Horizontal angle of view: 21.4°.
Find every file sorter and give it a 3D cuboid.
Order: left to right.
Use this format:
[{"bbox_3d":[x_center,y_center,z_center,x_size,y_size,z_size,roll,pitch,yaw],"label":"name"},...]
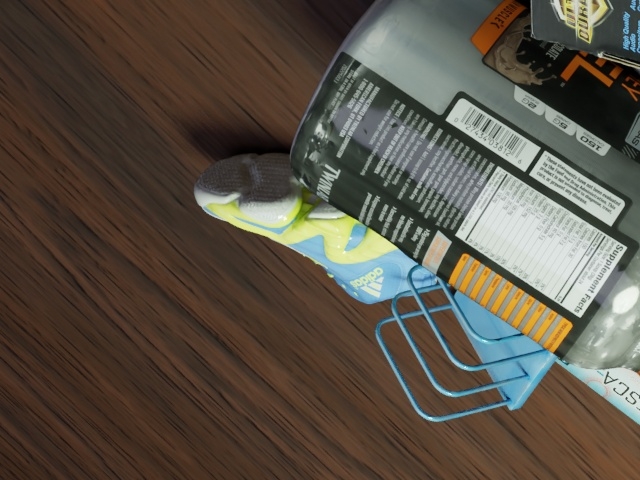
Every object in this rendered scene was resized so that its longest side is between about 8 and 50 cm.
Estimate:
[{"bbox_3d":[0.133,0.058,1.420,0.118,0.104,0.170,61,145,28],"label":"file sorter"}]

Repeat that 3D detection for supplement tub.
[{"bbox_3d":[0.164,-0.044,1.264,0.338,0.207,0.207,34,138,7],"label":"supplement tub"}]

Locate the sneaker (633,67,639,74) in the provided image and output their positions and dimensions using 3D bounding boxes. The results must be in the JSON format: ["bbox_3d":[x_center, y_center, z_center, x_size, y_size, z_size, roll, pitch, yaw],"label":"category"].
[{"bbox_3d":[0.309,-0.167,1.144,0.258,0.094,0.091,-8,125,40],"label":"sneaker"}]

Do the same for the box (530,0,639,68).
[{"bbox_3d":[0.262,-0.222,1.009,0.293,0.073,0.295,21,135,32],"label":"box"}]

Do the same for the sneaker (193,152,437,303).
[{"bbox_3d":[0.000,0.000,1.509,0.240,0.091,0.126,12,132,26],"label":"sneaker"}]

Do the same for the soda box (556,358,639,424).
[{"bbox_3d":[0.284,0.117,1.436,0.183,0.058,0.063,38,139,2],"label":"soda box"}]
